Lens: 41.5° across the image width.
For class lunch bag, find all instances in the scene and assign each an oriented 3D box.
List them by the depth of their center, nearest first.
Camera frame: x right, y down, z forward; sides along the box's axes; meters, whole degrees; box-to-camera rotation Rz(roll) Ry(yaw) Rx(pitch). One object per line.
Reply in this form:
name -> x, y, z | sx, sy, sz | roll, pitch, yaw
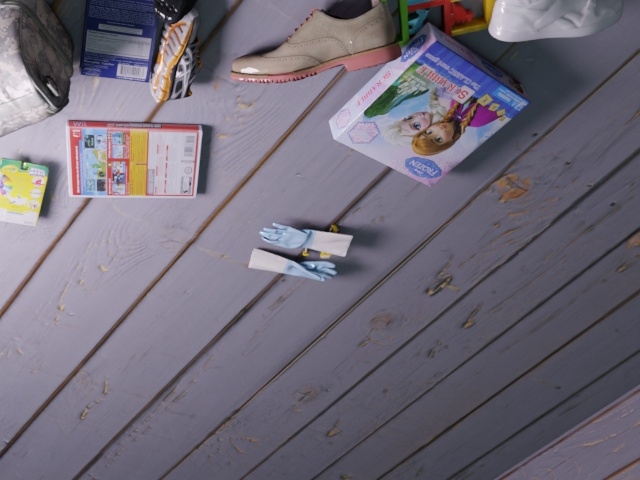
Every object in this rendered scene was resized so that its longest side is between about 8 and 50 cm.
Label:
lunch bag -> -0.611, -0.287, 1.520 | 0.305, 0.256, 0.213 | -19, 137, 7

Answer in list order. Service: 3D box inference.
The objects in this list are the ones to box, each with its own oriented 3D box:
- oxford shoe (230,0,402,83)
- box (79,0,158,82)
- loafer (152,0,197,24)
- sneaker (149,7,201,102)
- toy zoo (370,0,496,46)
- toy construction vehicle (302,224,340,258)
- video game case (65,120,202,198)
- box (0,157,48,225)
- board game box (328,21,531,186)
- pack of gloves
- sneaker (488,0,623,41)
oxford shoe -> -0.019, -0.394, 1.683 | 0.348, 0.123, 0.130 | -10, 109, 6
box -> -0.380, -0.410, 1.609 | 0.136, 0.036, 0.225 | 4, 135, -19
loafer -> -0.231, -0.495, 1.534 | 0.076, 0.078, 0.223 | 35, 109, -2
sneaker -> -0.272, -0.365, 1.662 | 0.083, 0.084, 0.215 | -3, 142, -33
toy zoo -> 0.245, -0.491, 1.683 | 0.293, 0.030, 0.192 | -12, 138, -1
toy construction vehicle -> 0.000, 0.000, 2.148 | 0.085, 0.035, 0.098 | 0, 128, -15
video game case -> -0.410, -0.174, 1.862 | 0.285, 0.025, 0.204 | 0, 136, -14
box -> -0.662, -0.113, 1.853 | 0.105, 0.043, 0.179 | 10, 135, -23
board game box -> 0.240, -0.283, 1.854 | 0.318, 0.066, 0.318 | 21, 131, -35
pack of gloves -> -0.054, 0.043, 2.127 | 0.232, 0.046, 0.195 | 10, 140, -10
sneaker -> 0.485, -0.497, 1.669 | 0.292, 0.108, 0.169 | -13, 139, -13
